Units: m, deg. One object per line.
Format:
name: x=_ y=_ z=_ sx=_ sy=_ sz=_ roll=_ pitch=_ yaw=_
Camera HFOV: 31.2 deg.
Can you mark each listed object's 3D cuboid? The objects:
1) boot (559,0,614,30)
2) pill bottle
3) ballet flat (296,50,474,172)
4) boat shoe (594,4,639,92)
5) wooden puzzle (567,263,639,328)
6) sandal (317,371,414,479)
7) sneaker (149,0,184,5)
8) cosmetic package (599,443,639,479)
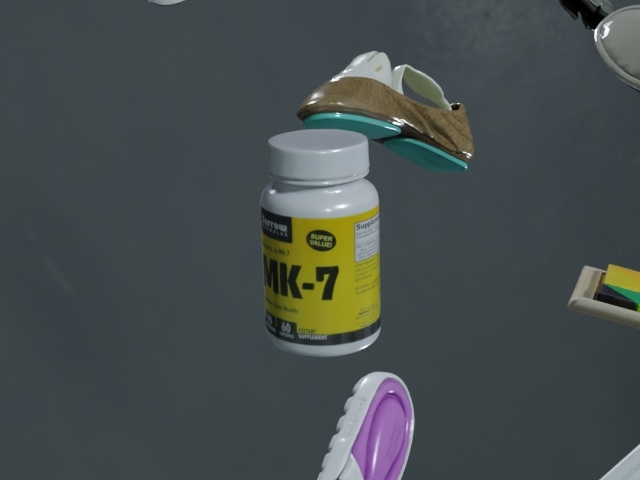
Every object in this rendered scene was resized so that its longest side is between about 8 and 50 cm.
boot: x=0.360 y=-0.414 z=1.636 sx=0.246 sy=0.083 sz=0.161 roll=27 pitch=62 yaw=-40
pill bottle: x=0.000 y=0.000 z=1.145 sx=0.119 sy=0.119 sz=0.208 roll=-95 pitch=-177 yaw=-72
ballet flat: x=0.094 y=-0.181 z=1.536 sx=0.342 sy=0.116 sz=0.124 roll=12 pitch=78 yaw=-45
boat shoe: x=0.298 y=-0.124 z=0.927 sx=0.206 sy=0.075 sz=0.065 roll=49 pitch=-2 yaw=46
wooden puzzle: x=0.466 y=0.085 z=1.592 sx=0.221 sy=0.044 sz=0.238 roll=16 pitch=14 yaw=15
sandal: x=0.064 y=0.349 z=1.430 sx=0.169 sy=0.102 sz=0.416 roll=41 pitch=49 yaw=-42
sneaker: x=-0.105 y=-0.379 z=1.270 sx=0.106 sy=0.281 sz=0.162 roll=54 pitch=1 yaw=17
cosmetic package: x=0.324 y=0.316 z=1.138 sx=0.155 sy=0.197 sz=0.365 roll=48 pitch=-5 yaw=22
